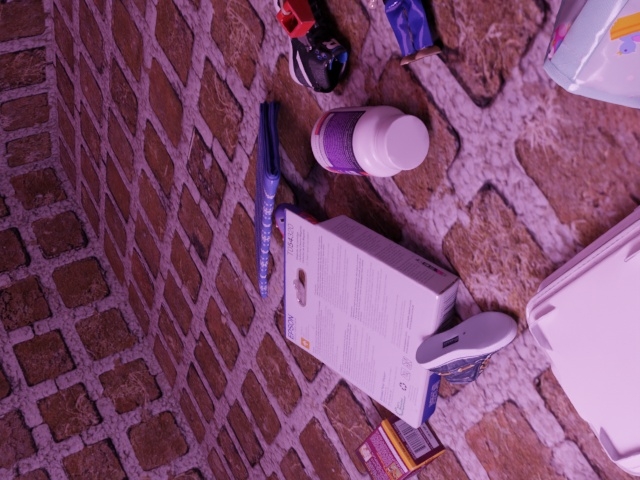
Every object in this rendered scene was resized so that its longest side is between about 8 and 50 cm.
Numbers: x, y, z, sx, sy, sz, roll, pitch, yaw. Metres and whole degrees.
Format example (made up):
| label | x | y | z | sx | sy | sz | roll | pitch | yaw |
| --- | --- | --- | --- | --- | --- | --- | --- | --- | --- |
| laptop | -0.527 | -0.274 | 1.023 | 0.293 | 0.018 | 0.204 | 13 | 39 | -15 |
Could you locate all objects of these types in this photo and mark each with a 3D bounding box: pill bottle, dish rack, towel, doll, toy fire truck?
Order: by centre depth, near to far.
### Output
| label | x | y | z | sx | sy | sz | roll | pitch | yaw |
| --- | --- | --- | --- | --- | --- | --- | --- | --- | --- |
| dish rack | 0.374 | 0.128 | 0.879 | 0.285 | 0.072 | 0.333 | 60 | 153 | 16 |
| doll | 0.108 | -0.341 | 1.065 | 0.129 | 0.046 | 0.188 | -1 | 108 | 61 |
| toy fire truck | -0.024 | -0.410 | 1.160 | 0.192 | 0.135 | 0.047 | 67 | 153 | 5 |
| pill bottle | 0.077 | -0.152 | 1.186 | 0.193 | 0.108 | 0.108 | 14 | 121 | 59 |
| towel | -0.106 | -0.082 | 1.547 | 0.335 | 0.040 | 0.243 | 98 | 169 | -46 |

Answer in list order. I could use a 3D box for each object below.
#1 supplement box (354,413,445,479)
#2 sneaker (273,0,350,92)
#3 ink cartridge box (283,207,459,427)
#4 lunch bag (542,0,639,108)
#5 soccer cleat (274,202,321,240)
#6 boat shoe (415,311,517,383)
| label | x | y | z | sx | sy | sz | roll | pitch | yaw |
| --- | --- | --- | --- | --- | --- | --- | --- | --- | --- |
| supplement box | 0.147 | 0.402 | 1.473 | 0.104 | 0.081 | 0.188 | 58 | 151 | 21 |
| sneaker | -0.004 | -0.345 | 1.248 | 0.121 | 0.079 | 0.216 | 32 | 143 | 46 |
| ink cartridge box | 0.074 | 0.124 | 1.356 | 0.330 | 0.071 | 0.324 | 32 | 137 | 31 |
| lunch bag | 0.297 | -0.223 | 0.559 | 0.160 | 0.262 | 0.223 | 59 | 152 | 20 |
| soccer cleat | 0.000 | 0.000 | 1.481 | 0.248 | 0.083 | 0.095 | 52 | 133 | 29 |
| boat shoe | 0.238 | 0.165 | 1.172 | 0.183 | 0.083 | 0.065 | -28 | 39 | 42 |
